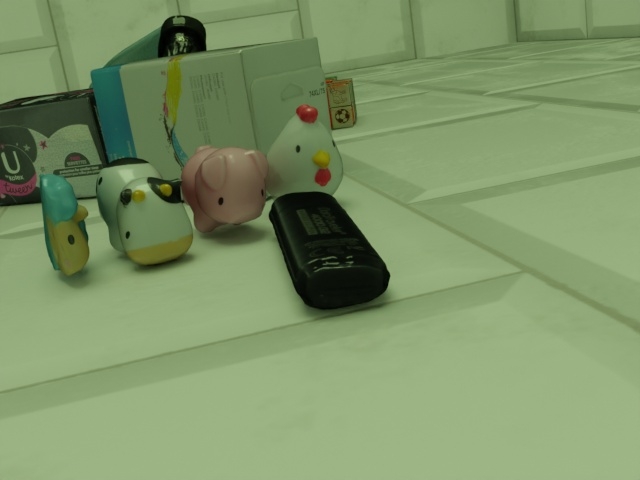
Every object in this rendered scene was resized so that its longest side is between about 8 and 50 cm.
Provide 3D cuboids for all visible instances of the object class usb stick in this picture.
[{"bbox_3d":[0.000,0.000,0.707,0.077,0.045,0.278,-4,14,-7],"label":"usb stick"}]

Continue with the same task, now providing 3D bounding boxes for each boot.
[{"bbox_3d":[-0.304,-0.280,1.698,0.131,0.348,0.260,-2,57,-3],"label":"boot"}]

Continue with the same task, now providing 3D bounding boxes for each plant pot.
[{"bbox_3d":[-0.435,-0.381,1.990,0.252,0.247,0.247,-24,15,4],"label":"plant pot"}]

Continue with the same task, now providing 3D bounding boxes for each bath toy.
[{"bbox_3d":[-0.121,-0.062,0.845,0.348,0.129,0.151,-18,52,-28],"label":"bath toy"}]

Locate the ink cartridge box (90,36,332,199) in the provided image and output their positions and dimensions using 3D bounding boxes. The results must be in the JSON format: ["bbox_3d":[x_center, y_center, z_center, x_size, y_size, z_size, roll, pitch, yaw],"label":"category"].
[{"bbox_3d":[-0.149,-0.175,1.131,0.270,0.197,0.198,1,17,32],"label":"ink cartridge box"}]

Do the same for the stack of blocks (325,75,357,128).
[{"bbox_3d":[-0.009,-0.303,1.729,0.171,0.087,0.297,-7,15,7],"label":"stack of blocks"}]

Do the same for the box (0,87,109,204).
[{"bbox_3d":[-0.427,-0.156,1.286,0.248,0.163,0.142,-3,20,21],"label":"box"}]
